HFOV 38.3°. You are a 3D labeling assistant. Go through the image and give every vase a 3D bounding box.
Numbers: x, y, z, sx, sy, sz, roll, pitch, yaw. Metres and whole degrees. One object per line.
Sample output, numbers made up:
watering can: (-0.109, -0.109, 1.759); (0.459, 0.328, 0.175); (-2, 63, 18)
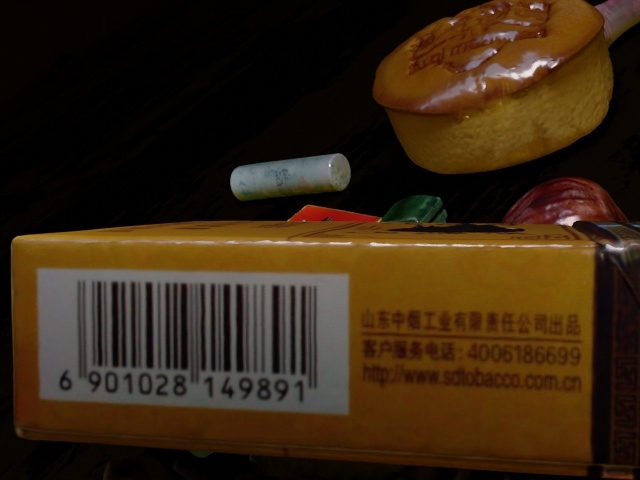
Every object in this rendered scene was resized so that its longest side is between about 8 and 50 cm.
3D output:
vase: (0.426, -0.317, 1.163); (0.214, 0.086, 0.086); (-33, 28, -5)

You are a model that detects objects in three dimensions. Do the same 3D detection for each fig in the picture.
fig: (0.189, 0.014, 0.734); (0.128, 0.128, 0.150); (-41, 16, -27)

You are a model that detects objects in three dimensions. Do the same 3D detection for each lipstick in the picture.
lipstick: (-0.039, -0.079, 1.157); (0.158, 0.048, 0.048); (-4, 34, 35)

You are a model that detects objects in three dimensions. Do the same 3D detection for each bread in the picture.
bread: (0.196, -0.184, 1.036); (0.270, 0.148, 0.269); (-20, 27, 11)

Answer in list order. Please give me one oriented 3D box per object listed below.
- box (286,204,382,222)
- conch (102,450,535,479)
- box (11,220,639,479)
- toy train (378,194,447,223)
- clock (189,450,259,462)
box: (0.000, 0.000, 1.014); (0.090, 0.023, 0.133); (-38, 30, -27)
conch: (-0.010, 0.176, 0.558); (0.313, 0.186, 0.241); (-25, 0, 33)
box: (0.071, 0.046, 0.549); (0.416, 0.115, 0.264); (0, 2, 13)
toy train: (0.063, 0.049, 0.780); (0.071, 0.111, 0.170); (-2, 35, 45)
clock: (-0.069, 0.117, 0.818); (0.159, 0.066, 0.211); (-35, 29, -17)
